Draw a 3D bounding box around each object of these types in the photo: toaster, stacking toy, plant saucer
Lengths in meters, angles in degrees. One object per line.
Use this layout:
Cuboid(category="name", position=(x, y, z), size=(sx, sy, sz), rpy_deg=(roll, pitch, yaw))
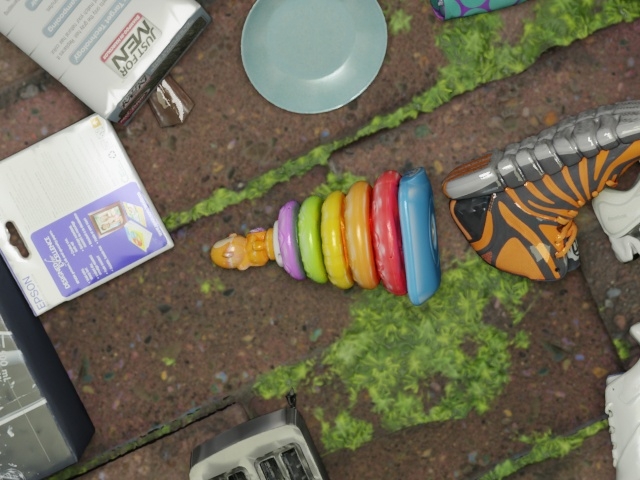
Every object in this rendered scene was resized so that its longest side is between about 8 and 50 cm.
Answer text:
Cuboid(category="toaster", position=(-0.075, 0.320, 1.692), size=(0.168, 0.110, 0.186), rpy_deg=(-23, 95, -1))
Cuboid(category="stacking toy", position=(0.000, 0.000, 1.666), size=(0.301, 0.175, 0.166), rpy_deg=(-5, 100, 12))
Cuboid(category="plant saucer", position=(-0.011, -0.263, 1.664), size=(0.195, 0.037, 0.195), rpy_deg=(-6, 118, -11))

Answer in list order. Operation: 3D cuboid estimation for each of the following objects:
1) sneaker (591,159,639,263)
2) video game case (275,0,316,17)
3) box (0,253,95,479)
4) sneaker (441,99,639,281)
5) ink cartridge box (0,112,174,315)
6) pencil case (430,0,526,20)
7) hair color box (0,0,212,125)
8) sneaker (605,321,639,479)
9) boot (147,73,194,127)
Cuboid(category="sneaker", position=(0.493, -0.089, 1.673), size=(0.292, 0.110, 0.118), rpy_deg=(-34, 80, 13))
Cuboid(category="video game case", position=(0.006, -0.433, 1.670), size=(0.232, 0.042, 0.210), rpy_deg=(-25, 95, 0))
Cuboid(category="box", position=(-0.511, 0.182, 1.630), size=(0.312, 0.179, 0.343), rpy_deg=(-27, 96, -1))
Cuboid(category="sneaker", position=(0.333, -0.059, 1.659), size=(0.321, 0.124, 0.180), rpy_deg=(-20, 105, 28))
Cuboid(category="ink cartridge box", position=(-0.331, -0.037, 1.682), size=(0.208, 0.045, 0.206), rpy_deg=(-27, 96, -5))
Cuboid(category="pencil case", position=(0.220, -0.338, 1.674), size=(0.151, 0.064, 0.070), rpy_deg=(-14, 120, -2))
Cuboid(category="hair color box", position=(-0.341, -0.335, 1.608), size=(0.374, 0.113, 0.185), rpy_deg=(40, 92, 3))
Cuboid(category="sneaker", position=(0.437, 0.247, 1.724), size=(0.129, 0.111, 0.297), rpy_deg=(18, 90, 12))
Cuboid(category="boot", position=(-0.193, -0.217, 1.682), size=(0.106, 0.037, 0.114), rpy_deg=(-33, 93, 11))
